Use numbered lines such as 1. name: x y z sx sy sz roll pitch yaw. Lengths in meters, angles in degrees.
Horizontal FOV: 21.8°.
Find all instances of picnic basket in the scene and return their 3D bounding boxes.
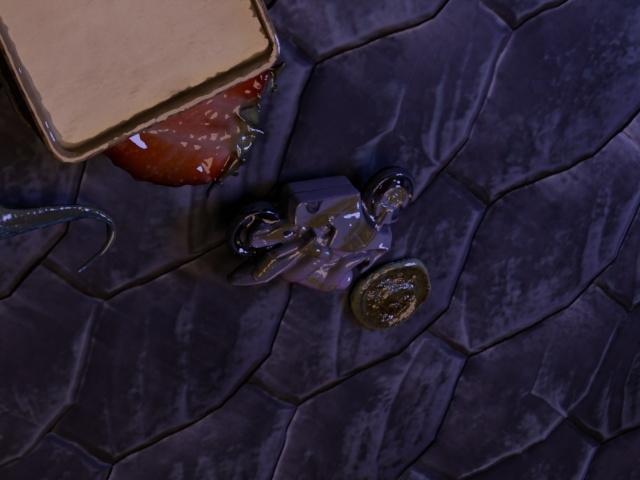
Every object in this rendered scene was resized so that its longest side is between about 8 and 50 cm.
1. picnic basket: -0.200 -0.258 1.396 0.228 0.175 0.313 -27 114 -10

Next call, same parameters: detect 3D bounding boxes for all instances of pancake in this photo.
1. pancake: 0.084 0.062 1.947 0.108 0.017 0.108 -17 135 -19

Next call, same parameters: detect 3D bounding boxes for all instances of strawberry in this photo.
1. strawberry: -0.163 -0.130 1.602 0.228 0.098 0.174 -3 124 -25

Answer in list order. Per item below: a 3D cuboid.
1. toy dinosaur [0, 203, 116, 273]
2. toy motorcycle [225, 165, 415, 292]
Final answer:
1. toy dinosaur: -0.362 -0.021 1.584 0.362 0.076 0.147 -8 146 -24
2. toy motorcycle: 0.000 0.000 1.813 0.225 0.073 0.152 -16 133 -21
